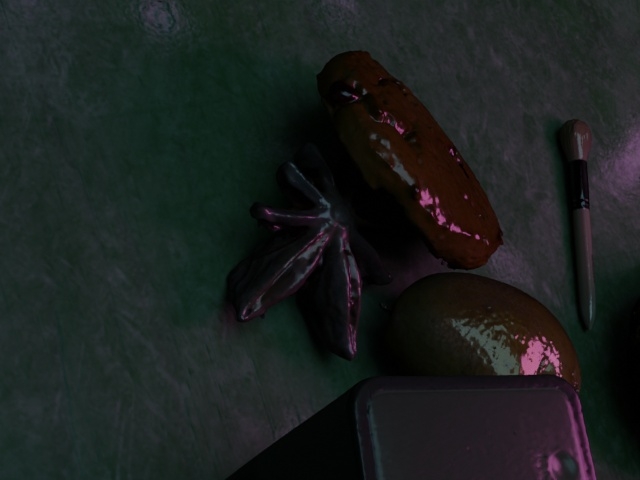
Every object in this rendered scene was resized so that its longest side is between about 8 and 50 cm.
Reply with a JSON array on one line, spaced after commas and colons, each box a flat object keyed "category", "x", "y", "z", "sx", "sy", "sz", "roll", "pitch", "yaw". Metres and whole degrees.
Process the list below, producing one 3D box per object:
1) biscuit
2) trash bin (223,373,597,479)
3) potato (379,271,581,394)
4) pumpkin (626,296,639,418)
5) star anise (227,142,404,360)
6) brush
[{"category": "biscuit", "x": 0.109, "y": -0.095, "z": 1.308, "sx": 0.296, "sy": 0.075, "sz": 0.296, "roll": 48, "pitch": 18, "yaw": -21}, {"category": "trash bin", "x": 0.057, "y": 0.238, "z": 1.051, "sx": 0.222, "sy": 0.343, "sz": 0.158, "roll": 2, "pitch": 69, "yaw": -27}, {"category": "potato", "x": 0.175, "y": 0.128, "z": 1.281, "sx": 0.251, "sy": 0.159, "sz": 0.174, "roll": 32, "pitch": 33, "yaw": -3}, {"category": "pumpkin", "x": 0.524, "y": 0.154, "z": 1.436, "sx": 0.320, "sy": 0.192, "sz": 0.321, "roll": 10, "pitch": 66, "yaw": -23}, {"category": "star anise", "x": -0.002, "y": 0.004, "z": 1.271, "sx": 0.198, "sy": 0.110, "sz": 0.258, "roll": 38, "pitch": 62, "yaw": -28}, {"category": "brush", "x": 0.337, "y": -0.026, "z": 1.513, "sx": 0.042, "sy": 0.039, "sz": 0.299, "roll": 11, "pitch": 67, "yaw": -20}]
